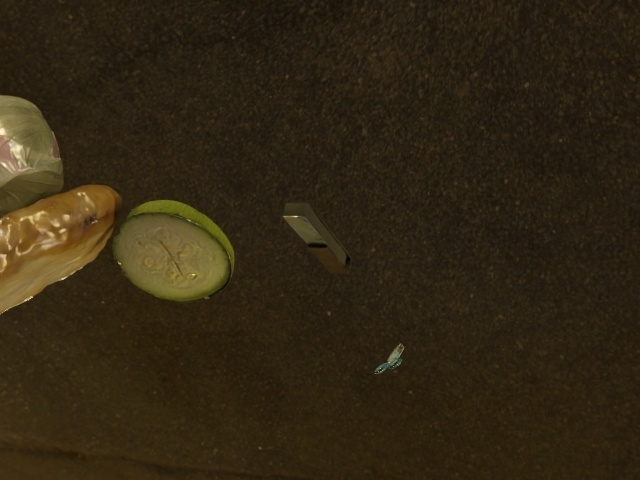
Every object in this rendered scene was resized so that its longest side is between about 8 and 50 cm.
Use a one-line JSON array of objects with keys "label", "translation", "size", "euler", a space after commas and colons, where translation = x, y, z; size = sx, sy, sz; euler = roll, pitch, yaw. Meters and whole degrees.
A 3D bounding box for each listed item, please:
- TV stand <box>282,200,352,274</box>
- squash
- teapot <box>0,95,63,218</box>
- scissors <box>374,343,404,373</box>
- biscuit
[{"label": "TV stand", "translation": [0.000, 0.000, 1.026], "size": [0.048, 0.040, 0.256], "euler": [3, 155, 26]}, {"label": "squash", "translation": [-0.267, 0.027, 0.935], "size": [0.219, 0.041, 0.219], "euler": [3, 129, 3]}, {"label": "teapot", "translation": [-0.558, -0.128, 0.873], "size": [0.178, 0.221, 0.163], "euler": [54, 148, 14]}, {"label": "scissors", "translation": [0.142, 0.225, 0.983], "size": [0.058, 0.119, 0.014], "euler": [-30, 89, 28]}, {"label": "biscuit", "translation": [-0.538, 0.044, 0.871], "size": [0.104, 0.429, 0.446], "euler": [56, 145, -3]}]
